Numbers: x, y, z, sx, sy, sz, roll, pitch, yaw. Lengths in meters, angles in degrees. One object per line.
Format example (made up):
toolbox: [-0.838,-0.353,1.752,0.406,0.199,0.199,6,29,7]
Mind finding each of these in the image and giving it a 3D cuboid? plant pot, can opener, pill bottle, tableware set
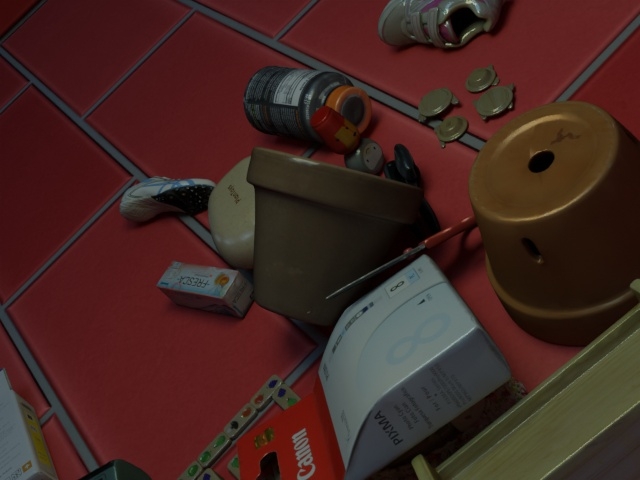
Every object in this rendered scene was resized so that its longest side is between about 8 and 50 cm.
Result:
plant pot: [0.000,0.000,1.579,0.263,0.263,0.229,19,97,49]
plant pot: [0.320,-0.039,1.364,0.291,0.203,0.290,-24,40,23]
can opener: [0.139,-0.068,1.671,0.059,0.073,0.186,-23,49,10]
pill bottle: [-0.019,-0.243,1.921,0.246,0.130,0.130,17,65,48]
tableware set: [0.241,-0.228,1.771,0.169,0.020,0.141,-28,41,15]

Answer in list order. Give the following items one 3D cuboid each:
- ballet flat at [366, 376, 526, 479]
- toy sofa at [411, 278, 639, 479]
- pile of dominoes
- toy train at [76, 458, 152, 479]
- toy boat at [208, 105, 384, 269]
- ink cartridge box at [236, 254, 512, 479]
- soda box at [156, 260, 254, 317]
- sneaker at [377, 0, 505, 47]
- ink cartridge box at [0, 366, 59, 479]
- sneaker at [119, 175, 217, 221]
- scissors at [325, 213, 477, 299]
ballet flat: [0.149,0.242,1.337,0.241,0.077,0.091,-37,37,5]
toy sofa: [0.296,0.228,1.192,0.362,0.177,0.150,-40,13,2]
pile of dominoes: [-0.110,0.317,1.518,0.251,0.040,0.196,-48,37,-8]
toy train: [-0.354,0.452,1.496,0.334,0.142,0.190,-32,48,15]
toy boat: [-0.044,-0.077,1.789,0.318,0.148,0.267,-42,31,11]
ink cartridge box: [0.033,0.194,1.382,0.385,0.091,0.308,-34,17,3]
soda box: [-0.193,0.082,1.805,0.183,0.063,0.058,7,58,45]
sneaker: [0.210,-0.396,1.896,0.252,0.103,0.111,-15,43,31]
ink cartridge box: [-0.609,0.415,1.837,0.304,0.072,0.307,-42,35,1]
sneaker: [-0.290,-0.093,2.045,0.237,0.085,0.086,-8,53,34]
scissors: [0.143,0.007,1.498,0.297,0.021,0.109,-25,-3,-24]
